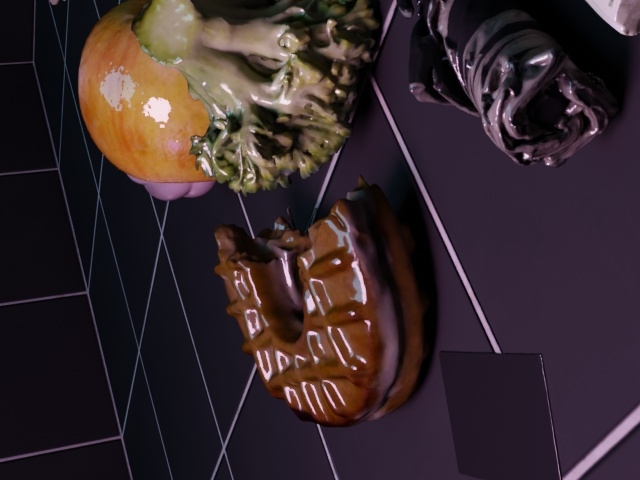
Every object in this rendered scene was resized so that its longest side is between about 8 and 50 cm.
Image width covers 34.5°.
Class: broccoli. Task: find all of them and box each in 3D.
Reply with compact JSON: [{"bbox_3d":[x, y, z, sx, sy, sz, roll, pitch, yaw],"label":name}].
[{"bbox_3d":[-0.068,-0.210,1.119,0.248,0.246,0.288,-31,64,34],"label":"broccoli"}]

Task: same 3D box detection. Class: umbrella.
[{"bbox_3d":[0.115,-0.188,0.854,0.106,0.113,0.357,-51,39,26],"label":"umbrella"}]

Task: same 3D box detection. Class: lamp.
[{"bbox_3d":[0.001,0.001,1.298,0.121,0.041,0.054,48,148,50],"label":"lamp"}]

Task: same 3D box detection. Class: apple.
[{"bbox_3d":[-0.184,-0.202,1.380,0.286,0.286,0.233,-131,36,-54],"label":"apple"}]

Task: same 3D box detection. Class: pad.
[{"bbox_3d":[0.167,0.170,0.978,0.190,0.004,0.127,166,95,-68],"label":"pad"}]

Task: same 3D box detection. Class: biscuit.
[{"bbox_3d":[-0.002,0.083,1.178,0.366,0.115,0.268,-16,90,64],"label":"biscuit"}]

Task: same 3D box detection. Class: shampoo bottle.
[{"bbox_3d":[0.193,-0.199,0.747,0.141,0.034,0.049,-122,27,-49],"label":"shampoo bottle"}]

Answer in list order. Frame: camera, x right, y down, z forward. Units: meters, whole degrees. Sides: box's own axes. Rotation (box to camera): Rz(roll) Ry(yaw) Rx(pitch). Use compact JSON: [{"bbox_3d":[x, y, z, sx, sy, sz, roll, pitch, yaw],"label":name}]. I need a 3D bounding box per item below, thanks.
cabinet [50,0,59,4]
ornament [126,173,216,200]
[{"bbox_3d":[-0.212,-0.474,1.287,0.227,0.318,0.289,-134,41,-53],"label":"cabinet"},{"bbox_3d":[-0.226,-0.151,1.629,0.177,0.178,0.177,172,90,-68],"label":"ornament"}]
